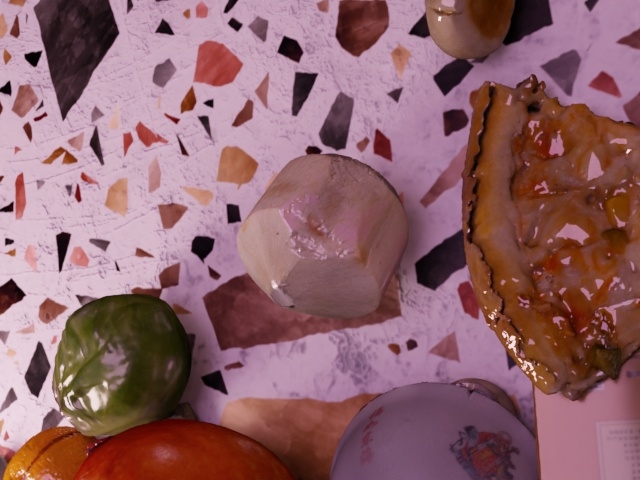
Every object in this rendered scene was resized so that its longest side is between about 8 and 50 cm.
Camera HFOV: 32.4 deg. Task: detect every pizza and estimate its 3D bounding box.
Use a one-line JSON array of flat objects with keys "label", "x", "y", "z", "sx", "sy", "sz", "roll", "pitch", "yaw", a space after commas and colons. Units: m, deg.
[{"label": "pizza", "x": 0.319, "y": -0.001, "z": 1.350, "sx": 0.435, "sy": 0.080, "sz": 0.392, "roll": 19, "pitch": 75, "yaw": 35}]

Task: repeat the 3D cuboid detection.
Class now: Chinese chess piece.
[{"label": "Chinese chess piece", "x": 0.201, "y": 0.244, "z": 1.466, "sx": 0.122, "sy": 0.051, "sz": 0.122, "roll": -6, "pitch": 77, "yaw": 31}]

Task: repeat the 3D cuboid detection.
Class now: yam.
[{"label": "yam", "x": -0.205, "y": 0.300, "z": 1.726, "sx": 0.043, "sy": 0.043, "sz": 0.094, "roll": -43, "pitch": 63, "yaw": 20}]

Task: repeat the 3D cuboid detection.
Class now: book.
[{"label": "book", "x": 0.392, "y": 0.295, "z": 1.302, "sx": 0.268, "sy": 0.032, "sz": 0.389, "roll": -4, "pitch": 80, "yaw": 16}]

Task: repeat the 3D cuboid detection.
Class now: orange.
[{"label": "orange", "x": -0.424, "y": 0.398, "z": 1.783, "sx": 0.193, "sy": 0.161, "sz": 0.193, "roll": -4, "pitch": 81, "yaw": 28}]

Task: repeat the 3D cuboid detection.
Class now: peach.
[{"label": "peach", "x": -0.187, "y": 0.408, "z": 1.533, "sx": 0.370, "sy": 0.370, "sz": 0.370, "roll": -6, "pitch": 79, "yaw": 32}]

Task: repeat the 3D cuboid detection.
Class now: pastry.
[{"label": "pastry", "x": 0.199, "y": -0.325, "z": 1.495, "sx": 0.092, "sy": 0.156, "sz": 0.156, "roll": 9, "pitch": 88, "yaw": 38}]

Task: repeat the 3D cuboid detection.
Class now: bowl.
[{"label": "bowl", "x": 0.124, "y": 0.362, "z": 1.390, "sx": 0.345, "sy": 0.157, "sz": 0.346, "roll": 4, "pitch": 98, "yaw": 30}]

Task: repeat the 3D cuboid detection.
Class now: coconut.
[{"label": "coconut", "x": 0.003, "y": 0.002, "z": 1.520, "sx": 0.241, "sy": 0.241, "sz": 0.241, "roll": -6, "pitch": 79, "yaw": 32}]

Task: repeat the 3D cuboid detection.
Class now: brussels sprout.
[{"label": "brussels sprout", "x": -0.309, "y": 0.195, "z": 1.715, "sx": 0.244, "sy": 0.244, "sz": 0.244, "roll": -6, "pitch": 79, "yaw": 32}]

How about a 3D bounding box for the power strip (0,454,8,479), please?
[{"label": "power strip", "x": -0.617, "y": 0.464, "z": 1.957, "sx": 0.194, "sy": 0.059, "sz": 0.265, "roll": -50, "pitch": 60, "yaw": 22}]
